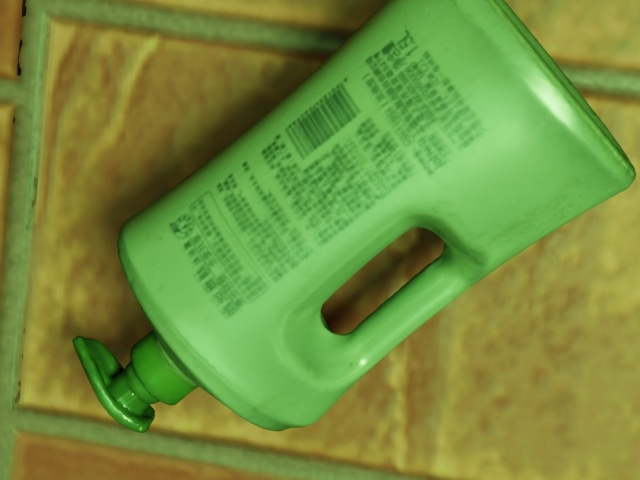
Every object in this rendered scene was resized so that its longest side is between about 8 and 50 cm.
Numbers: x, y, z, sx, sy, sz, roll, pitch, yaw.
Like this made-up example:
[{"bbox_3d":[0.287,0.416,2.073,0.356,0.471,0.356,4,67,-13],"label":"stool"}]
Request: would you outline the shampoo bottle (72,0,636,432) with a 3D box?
[{"bbox_3d":[0.000,0.000,0.583,0.234,0.087,0.118,-39,93,14],"label":"shampoo bottle"}]
